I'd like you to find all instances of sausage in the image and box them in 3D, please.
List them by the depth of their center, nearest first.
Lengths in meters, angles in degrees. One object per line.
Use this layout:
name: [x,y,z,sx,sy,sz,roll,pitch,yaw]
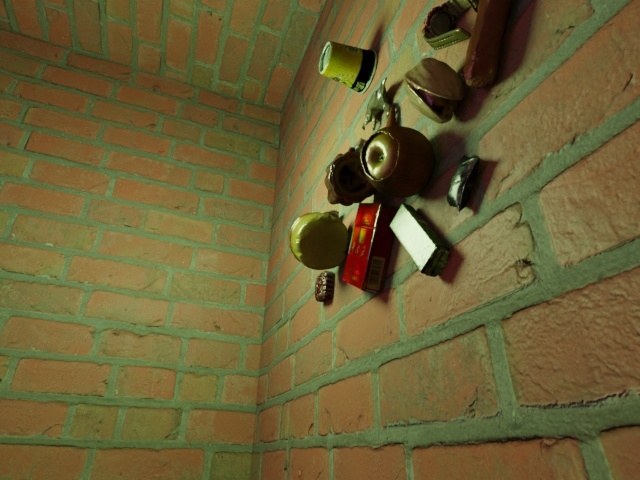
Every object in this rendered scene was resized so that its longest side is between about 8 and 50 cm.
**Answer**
sausage: [0.457,-0.613,1.073,0.094,0.094,0.420,4,-80,-65]

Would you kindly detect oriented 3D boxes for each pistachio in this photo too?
pistachio: [0.341,-0.449,1.229,0.157,0.157,0.230,-63,36,39]

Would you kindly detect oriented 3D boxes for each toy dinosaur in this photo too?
toy dinosaur: [0.232,-0.560,1.731,0.294,0.077,0.162,159,121,-69]

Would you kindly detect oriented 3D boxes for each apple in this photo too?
apple: [0.240,-0.253,1.316,0.237,0.207,0.237,-171,90,-71]

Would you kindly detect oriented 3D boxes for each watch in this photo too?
watch: [0.402,-0.654,1.221,0.165,0.102,0.268,-54,22,6]

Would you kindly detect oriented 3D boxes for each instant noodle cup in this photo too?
instant noodle cup: [0.127,-0.842,1.966,0.215,0.235,0.216,-168,90,-69]

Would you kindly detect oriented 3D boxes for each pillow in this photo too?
pillow: [0.379,-0.156,1.097,0.090,0.048,0.150,-131,52,-64]

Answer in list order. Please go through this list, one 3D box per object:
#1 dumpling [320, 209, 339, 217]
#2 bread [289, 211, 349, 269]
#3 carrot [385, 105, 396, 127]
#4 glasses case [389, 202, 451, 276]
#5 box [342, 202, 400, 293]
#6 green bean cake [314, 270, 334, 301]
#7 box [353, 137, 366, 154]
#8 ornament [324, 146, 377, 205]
dumpling: [0.020,-0.070,1.989,0.118,0.136,0.199,-113,28,-49]
bread: [0.000,0.000,1.812,0.148,0.269,0.270,-140,63,-68]
carrot: [0.259,-0.363,1.572,0.069,0.069,0.337,155,129,-68]
glasses case: [0.296,-0.008,1.238,0.095,0.062,0.272,-63,24,25]
box: [0.182,0.020,1.520,0.197,0.089,0.314,-163,86,-73]
green bean cake: [0.016,0.218,1.944,0.135,0.056,0.135,141,138,-63]
box: [0.177,-0.381,1.780,0.122,0.089,0.062,134,154,-58]
ornament: [0.119,-0.230,1.564,0.235,0.221,0.217,-57,3,4]
